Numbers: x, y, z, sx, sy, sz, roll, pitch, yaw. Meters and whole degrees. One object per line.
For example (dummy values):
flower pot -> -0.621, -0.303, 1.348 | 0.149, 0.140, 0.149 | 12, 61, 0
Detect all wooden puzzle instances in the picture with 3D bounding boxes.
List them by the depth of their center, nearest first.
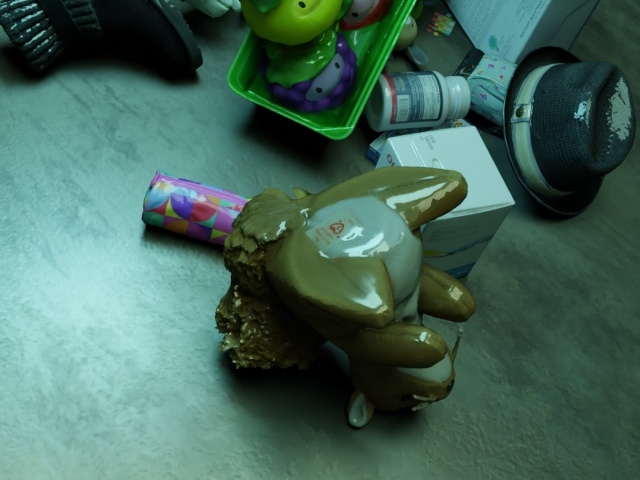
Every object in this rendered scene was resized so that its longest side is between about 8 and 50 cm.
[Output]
wooden puzzle -> 0.259, -0.461, 2.149 | 0.049, 0.006, 0.083 | 25, 54, 2

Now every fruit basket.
fruit basket -> -0.003, -0.390, 1.752 | 0.283, 0.392, 0.392 | 26, 54, 3

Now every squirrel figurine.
squirrel figurine -> 0.039, 0.102, 1.533 | 0.397, 0.370, 0.281 | 7, 50, 25

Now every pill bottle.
pill bottle -> 0.182, -0.262, 1.887 | 0.180, 0.108, 0.108 | -6, 59, -20

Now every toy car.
toy car -> 0.160, -0.443, 2.038 | 0.155, 0.149, 0.188 | 3, 67, -26

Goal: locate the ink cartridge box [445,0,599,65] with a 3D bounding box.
ink cartridge box -> 0.384, -0.561, 2.089 | 0.151, 0.270, 0.395 | -16, 63, -26

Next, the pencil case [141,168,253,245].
pencil case -> -0.178, -0.048, 1.693 | 0.236, 0.104, 0.104 | 13, 54, -6

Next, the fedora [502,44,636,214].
fedora -> 0.490, -0.218, 1.886 | 0.334, 0.152, 0.334 | 6, 80, -36

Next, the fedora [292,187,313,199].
fedora -> 0.000, 0.000, 1.701 | 0.079, 0.194, 0.194 | -41, 70, 9

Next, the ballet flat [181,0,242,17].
ballet flat -> -0.193, -0.497, 1.947 | 0.124, 0.116, 0.342 | 63, 32, -5

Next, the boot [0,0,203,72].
boot -> -0.407, -0.378, 1.821 | 0.260, 0.131, 0.348 | -45, 111, -9

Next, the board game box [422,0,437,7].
board game box -> 0.117, -0.567, 2.052 | 0.317, 0.213, 0.046 | 1, 66, -15

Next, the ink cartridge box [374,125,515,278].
ink cartridge box -> 0.187, -0.051, 1.711 | 0.168, 0.233, 0.171 | -12, 61, -22

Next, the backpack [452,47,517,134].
backpack -> 0.348, -0.293, 1.994 | 0.182, 0.115, 0.152 | 32, 52, 3

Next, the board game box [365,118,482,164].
board game box -> 0.199, -0.185, 1.927 | 0.136, 0.035, 0.201 | 38, 55, 11
